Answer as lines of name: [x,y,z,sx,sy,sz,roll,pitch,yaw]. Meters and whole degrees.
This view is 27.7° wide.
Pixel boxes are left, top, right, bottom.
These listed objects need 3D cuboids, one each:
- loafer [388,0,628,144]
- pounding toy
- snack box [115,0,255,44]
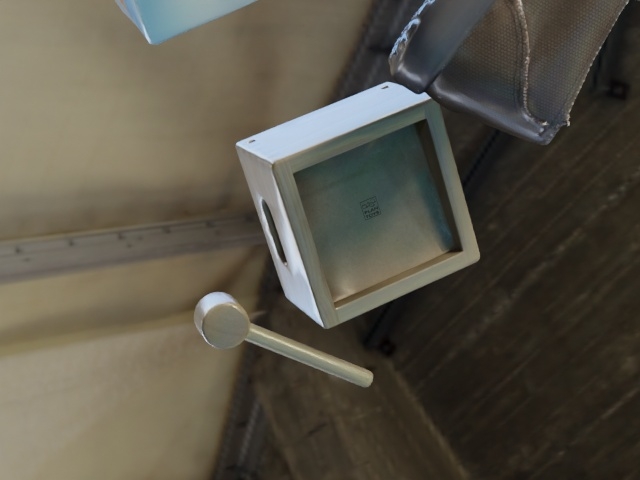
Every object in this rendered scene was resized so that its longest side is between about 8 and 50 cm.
loafer: [0.201,-0.206,0.798,0.130,0.134,0.366,41,-85,-4]
pounding toy: [-0.002,0.011,0.923,0.094,0.206,0.181,33,-36,65]
snack box: [-0.031,-0.186,0.431,0.322,0.187,0.060,52,-16,49]
